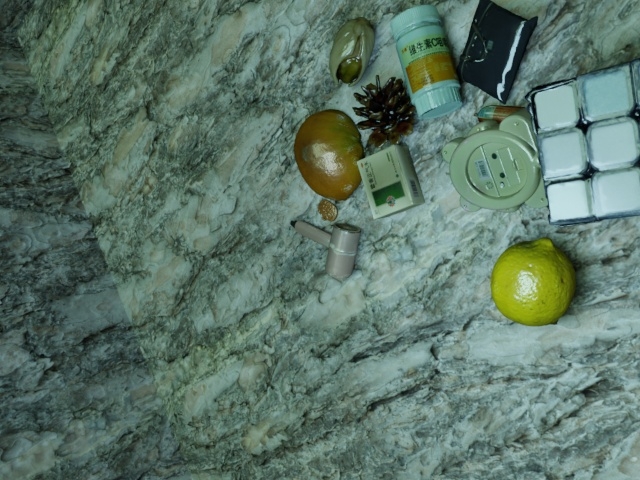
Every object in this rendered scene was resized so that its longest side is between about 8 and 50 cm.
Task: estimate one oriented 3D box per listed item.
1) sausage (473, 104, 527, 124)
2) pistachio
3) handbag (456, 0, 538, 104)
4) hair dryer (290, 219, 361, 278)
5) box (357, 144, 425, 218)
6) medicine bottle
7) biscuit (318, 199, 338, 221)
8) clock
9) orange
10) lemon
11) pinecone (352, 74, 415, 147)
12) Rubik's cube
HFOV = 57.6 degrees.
[{"bbox_3d":[0.572,-0.359,1.709,0.264,0.083,0.083,16,106,37],"label":"sausage"},{"bbox_3d":[0.105,-0.644,1.993,0.137,0.153,0.238,14,112,-6],"label":"pistachio"},{"bbox_3d":[0.506,-0.559,1.712,0.211,0.088,0.254,41,132,36],"label":"handbag"},{"bbox_3d":[0.000,0.000,2.196,0.344,0.106,0.189,27,114,42],"label":"hair dryer"},{"bbox_3d":[0.236,-0.197,1.975,0.168,0.095,0.212,-21,83,40],"label":"box"},{"bbox_3d":[0.332,-0.547,1.810,0.158,0.158,0.318,-18,84,38],"label":"medicine bottle"},{"bbox_3d":[0.025,-0.109,2.197,0.091,0.015,0.078,36,116,29],"label":"biscuit"},{"bbox_3d":[0.524,-0.216,1.705,0.309,0.114,0.284,-10,109,49],"label":"clock"},{"bbox_3d":[0.028,-0.321,2.122,0.274,0.274,0.310,-12,58,38],"label":"orange"},{"bbox_3d":[0.602,0.114,1.654,0.228,0.228,0.254,6,94,37],"label":"lemon"},{"bbox_3d":[0.203,-0.430,1.905,0.202,0.201,0.229,-24,48,-3],"label":"pinecone"},{"bbox_3d":[0.749,-0.238,1.421,0.363,0.358,0.362,-8,89,35],"label":"Rubik's cube"}]
